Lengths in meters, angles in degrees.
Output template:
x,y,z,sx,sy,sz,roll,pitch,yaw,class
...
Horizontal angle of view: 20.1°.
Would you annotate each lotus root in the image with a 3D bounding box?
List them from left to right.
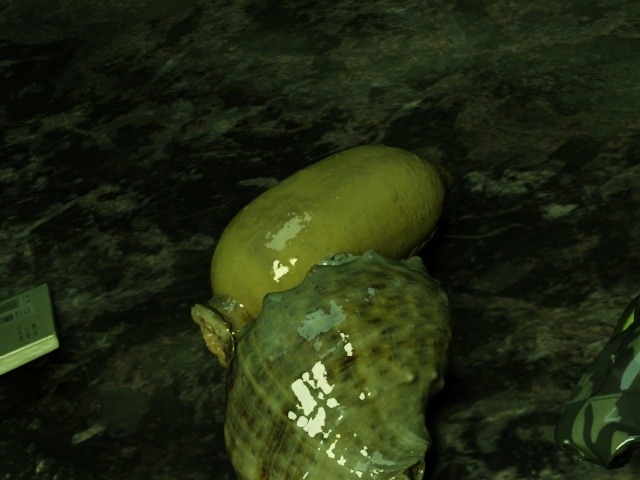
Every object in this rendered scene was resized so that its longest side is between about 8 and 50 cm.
x,y,z,sx,sy,sz,roll,pitch,yaw,class
0.000,-0.002,1.679,0.303,0.131,0.146,-36,11,-26,lotus root

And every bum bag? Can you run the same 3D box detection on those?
x,y,z,sx,sy,sz,roll,pitch,yaw,class
0.300,0.049,1.379,0.144,0.095,0.340,-13,27,48,bum bag

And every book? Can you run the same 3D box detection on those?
x,y,z,sx,sy,sz,roll,pitch,yaw,class
-0.394,0.125,1.789,0.282,0.025,0.215,-23,17,-4,book

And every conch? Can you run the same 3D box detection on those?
x,y,z,sx,sy,sz,roll,pitch,yaw,class
0.010,0.105,1.483,0.210,0.159,0.291,-14,33,9,conch

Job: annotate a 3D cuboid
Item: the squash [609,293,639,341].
x,y,z,sx,sy,sz,roll,pitch,yaw,class
0.351,0.083,1.427,0.252,0.049,0.252,-17,31,11,squash
